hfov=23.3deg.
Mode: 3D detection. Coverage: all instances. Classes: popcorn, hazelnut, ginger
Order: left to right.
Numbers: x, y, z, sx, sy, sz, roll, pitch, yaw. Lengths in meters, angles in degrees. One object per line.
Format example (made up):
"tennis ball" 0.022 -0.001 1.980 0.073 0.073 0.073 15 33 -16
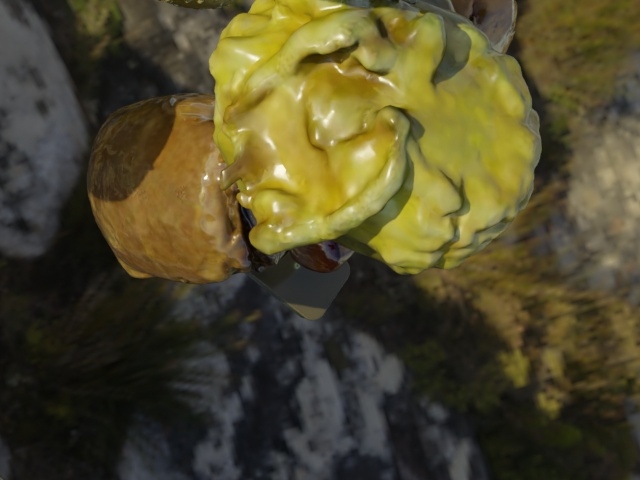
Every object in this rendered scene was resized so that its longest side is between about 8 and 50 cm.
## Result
"ginger" -0.147 -0.056 1.649 0.269 0.223 0.201 -32 114 -77
"hazelnut" 0.000 0.000 1.792 0.086 0.086 0.086 35 44 -44
"popcorn" 0.031 -0.077 0.948 0.218 0.169 0.189 40 23 27

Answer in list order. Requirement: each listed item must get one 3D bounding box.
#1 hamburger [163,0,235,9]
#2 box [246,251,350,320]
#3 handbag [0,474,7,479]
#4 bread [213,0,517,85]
"hamburger" -0.144 -0.297 1.515 0.215 0.122 0.189 30 26 10
"box" -0.033 0.031 1.881 0.126 0.031 0.091 38 72 -15
"handbag" -0.401 0.380 1.623 0.275 0.177 0.302 49 57 -52
"bread" 0.035 -0.136 1.224 0.195 0.270 0.143 -11 63 -44
